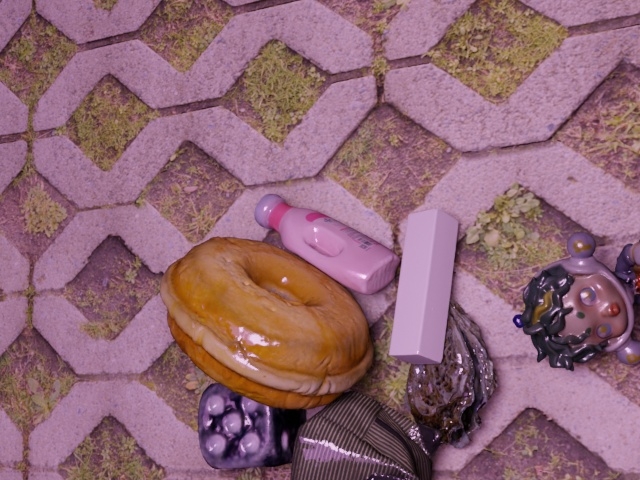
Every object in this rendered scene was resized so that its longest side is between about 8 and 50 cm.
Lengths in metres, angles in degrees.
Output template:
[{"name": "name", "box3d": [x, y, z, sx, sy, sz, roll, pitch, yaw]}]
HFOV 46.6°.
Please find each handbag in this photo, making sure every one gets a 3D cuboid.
[{"name": "handbag", "box3d": [0.083, 0.480, 1.412, 0.240, 0.247, 0.341, 13, 105, 24]}]

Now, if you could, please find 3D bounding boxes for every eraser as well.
[{"name": "eraser", "box3d": [0.206, 0.091, 1.473, 0.078, 0.076, 0.298, -11, 61, 46]}]

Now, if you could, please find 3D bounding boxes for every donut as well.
[{"name": "donut", "box3d": [-0.101, 0.153, 1.468, 0.449, 0.449, 0.198, 34, 114, 23]}]

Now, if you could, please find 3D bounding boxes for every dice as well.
[{"name": "dice", "box3d": [-0.141, 0.382, 1.561, 0.181, 0.182, 0.183, -8, 77, 22]}]

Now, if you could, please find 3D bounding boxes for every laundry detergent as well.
[{"name": "laundry detergent", "box3d": [0.000, 0.000, 1.584, 0.335, 0.159, 0.088, 29, 122, 28]}]

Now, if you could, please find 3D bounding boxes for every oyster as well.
[{"name": "oyster", "box3d": [0.264, 0.264, 1.465, 0.198, 0.112, 0.268, 28, 101, 44]}]

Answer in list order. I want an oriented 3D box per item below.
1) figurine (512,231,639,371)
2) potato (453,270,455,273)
[{"name": "figurine", "box3d": [0.536, 0.094, 1.334, 0.382, 0.186, 0.261, -27, 84, 11]}, {"name": "potato", "box3d": [0.233, 0.089, 1.533, 0.036, 0.037, 0.093, 43, 100, 27]}]
